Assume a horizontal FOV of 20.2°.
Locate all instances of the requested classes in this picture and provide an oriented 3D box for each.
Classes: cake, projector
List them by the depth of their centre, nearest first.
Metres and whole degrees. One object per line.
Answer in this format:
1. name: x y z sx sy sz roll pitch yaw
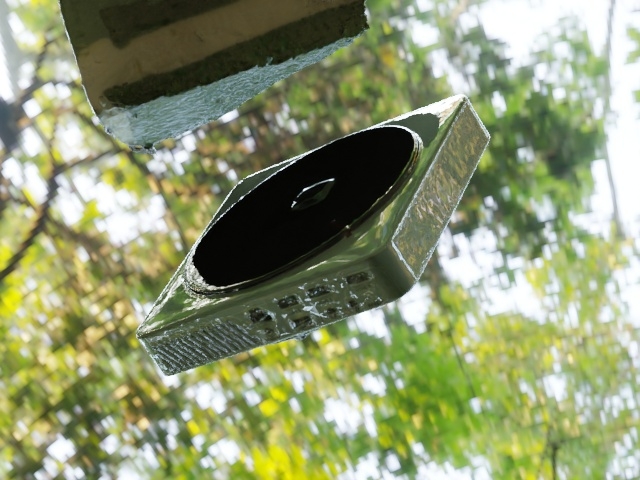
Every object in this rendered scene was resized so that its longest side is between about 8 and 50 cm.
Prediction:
1. projector: 0.000 0.000 1.506 0.257 0.079 0.259 -20 -157 32
2. cake: -0.113 -0.210 1.716 0.283 0.172 0.158 -24 -102 26
